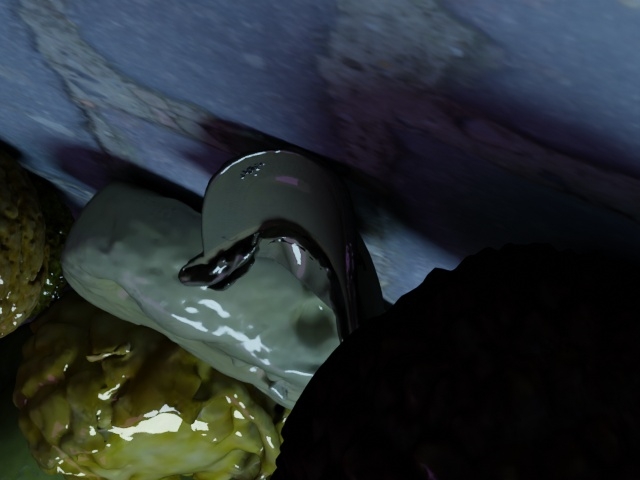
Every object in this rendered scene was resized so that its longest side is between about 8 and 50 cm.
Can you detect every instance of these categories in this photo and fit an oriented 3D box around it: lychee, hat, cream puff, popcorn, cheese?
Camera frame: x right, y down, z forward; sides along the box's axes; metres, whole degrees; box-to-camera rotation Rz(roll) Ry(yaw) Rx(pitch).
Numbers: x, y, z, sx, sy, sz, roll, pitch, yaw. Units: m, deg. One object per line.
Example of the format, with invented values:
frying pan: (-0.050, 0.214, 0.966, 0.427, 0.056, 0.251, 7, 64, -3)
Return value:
lychee: (0.117, 0.152, 0.894, 0.306, 0.330, 0.306, 5, 140, 5)
hat: (0.000, 0.000, 1.029, 0.147, 0.085, 0.175, 33, 147, 15)
cream puff: (-0.270, -0.002, 1.355, 0.183, 0.183, 0.169, 18, -166, 28)
popcorn: (-0.139, 0.126, 1.442, 0.250, 0.190, 0.250, 3, 160, 1)
cheese: (-0.066, 0.046, 1.257, 0.263, 0.093, 0.159, 30, 165, -21)

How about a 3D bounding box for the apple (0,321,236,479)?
apple: (-0.211, 0.288, 1.765, 0.473, 0.474, 0.473, 24, 168, 6)
